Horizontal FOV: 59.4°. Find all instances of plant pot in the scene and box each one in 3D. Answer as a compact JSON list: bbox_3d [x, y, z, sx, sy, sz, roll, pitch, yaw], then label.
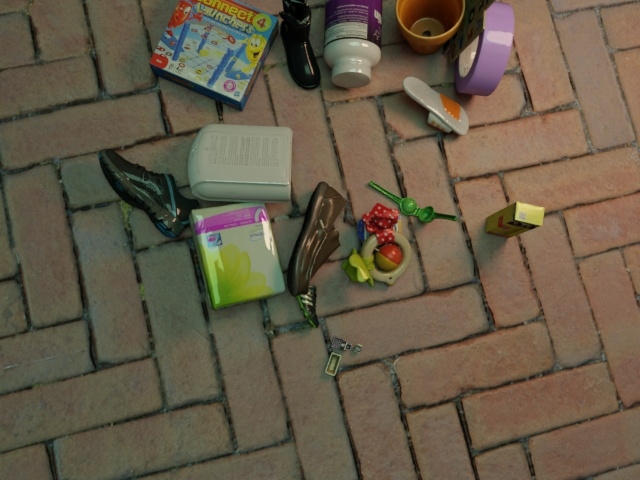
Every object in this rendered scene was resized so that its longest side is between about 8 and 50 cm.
[{"bbox_3d":[0.340,-0.685,1.761,0.205,0.188,0.205,-1,82,8],"label":"plant pot"}]

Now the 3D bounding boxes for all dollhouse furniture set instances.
[{"bbox_3d":[0.068,0.352,1.665,0.090,0.081,0.115,21,81,-1],"label":"dollhouse furniture set"}]

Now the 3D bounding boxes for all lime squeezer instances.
[{"bbox_3d":[0.289,-0.101,1.739,0.310,0.110,0.059,28,98,30],"label":"lime squeezer"}]

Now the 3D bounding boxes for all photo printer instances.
[{"bbox_3d":[-0.238,-0.231,1.669,0.307,0.107,0.256,1,55,-4],"label":"photo printer"}]

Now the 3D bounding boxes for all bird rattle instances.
[{"bbox_3d":[0.183,0.027,1.705,0.206,0.143,0.254,31,85,-22],"label":"bird rattle"}]

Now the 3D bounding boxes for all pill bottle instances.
[{"bbox_3d":[0.101,-0.653,1.753,0.181,0.181,0.323,3,83,-4],"label":"pill bottle"}]

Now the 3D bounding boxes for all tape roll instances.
[{"bbox_3d":[0.498,-0.589,1.726,0.090,0.275,0.275,7,82,-4],"label":"tape roll"}]

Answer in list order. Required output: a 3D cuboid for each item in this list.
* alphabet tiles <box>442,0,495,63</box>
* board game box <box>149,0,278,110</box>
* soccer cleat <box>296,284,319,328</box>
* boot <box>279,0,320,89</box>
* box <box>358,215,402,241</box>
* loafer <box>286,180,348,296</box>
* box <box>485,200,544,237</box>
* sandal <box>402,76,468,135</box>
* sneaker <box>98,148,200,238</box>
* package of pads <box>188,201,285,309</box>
[{"bbox_3d":[0.452,-0.720,1.707,0.011,0.342,0.285,7,81,-11],"label":"alphabet tiles"},{"bbox_3d":[-0.329,-0.610,1.762,0.308,0.086,0.302,22,82,-1],"label":"board game box"},{"bbox_3d":[-0.036,0.176,1.694,0.072,0.060,0.179,-24,82,-8],"label":"soccer cleat"},{"bbox_3d":[-0.063,-0.612,1.722,0.094,0.207,0.247,-19,85,-7],"label":"boot"},{"bbox_3d":[0.186,-0.036,1.754,0.136,0.028,0.081,-1,83,-6],"label":"box"},{"bbox_3d":[0.000,0.000,1.666,0.130,0.134,0.366,20,73,-7],"label":"loafer"},{"bbox_3d":[0.577,-0.059,1.682,0.087,0.232,0.058,13,81,-3],"label":"box"},{"bbox_3d":[0.359,-0.423,1.793,0.265,0.076,0.102,34,59,-11],"label":"sandal"},{"bbox_3d":[-0.517,-0.160,1.687,0.341,0.125,0.140,44,65,-3],"label":"sneaker"},{"bbox_3d":[-0.241,0.039,1.652,0.229,0.101,0.297,-11,84,-22],"label":"package of pads"}]
